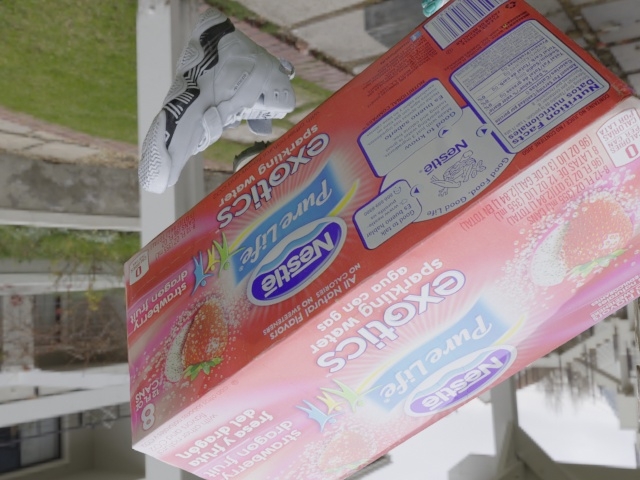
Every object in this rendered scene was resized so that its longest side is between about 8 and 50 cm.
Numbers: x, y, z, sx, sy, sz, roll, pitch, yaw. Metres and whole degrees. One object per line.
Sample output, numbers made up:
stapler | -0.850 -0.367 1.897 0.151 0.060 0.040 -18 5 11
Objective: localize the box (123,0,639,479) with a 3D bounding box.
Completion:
box | 0.038 0.013 0.407 0.300 0.154 0.142 -37 130 14

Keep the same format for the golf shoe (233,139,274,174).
golf shoe | 0.000 0.000 0.789 0.105 0.273 0.120 -36 -163 27

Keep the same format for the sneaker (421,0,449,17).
sneaker | 0.174 -0.305 0.770 0.076 0.166 0.065 29 164 -18

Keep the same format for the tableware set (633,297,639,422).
tableware set | 0.385 0.156 0.766 0.039 0.194 0.128 -4 -163 20

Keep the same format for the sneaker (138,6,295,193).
sneaker | -0.168 -0.219 1.179 0.210 0.365 0.137 24 155 -19
